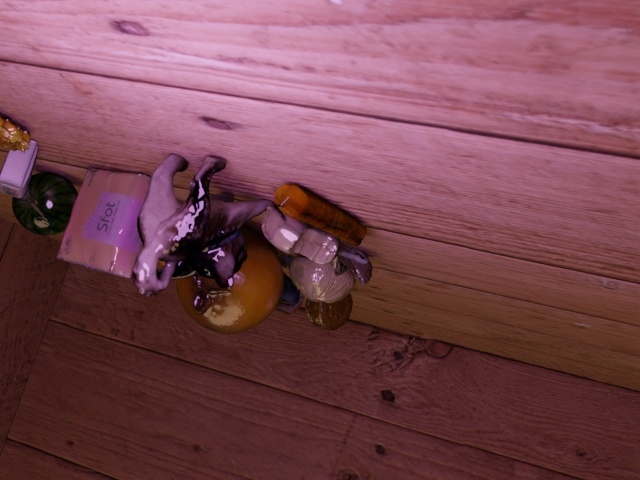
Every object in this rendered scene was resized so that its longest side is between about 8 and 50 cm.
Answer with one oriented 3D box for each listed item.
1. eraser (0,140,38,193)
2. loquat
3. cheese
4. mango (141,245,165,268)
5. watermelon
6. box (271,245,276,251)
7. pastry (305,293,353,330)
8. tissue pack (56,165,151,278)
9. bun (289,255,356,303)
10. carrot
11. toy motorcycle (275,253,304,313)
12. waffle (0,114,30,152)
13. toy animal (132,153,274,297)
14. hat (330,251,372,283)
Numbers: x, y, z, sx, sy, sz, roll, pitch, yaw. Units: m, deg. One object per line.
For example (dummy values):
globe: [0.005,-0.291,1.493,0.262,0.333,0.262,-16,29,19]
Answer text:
eraser: [-0.768,-0.184,1.667,0.067,0.125,0.210,21,167,-22]
loquat: [-0.256,0.100,1.933,0.328,0.329,0.359,11,-157,24]
cheese: [0.000,0.000,1.498,0.286,0.082,0.163,22,-160,-31]
mango: [-0.473,-0.020,1.809,0.262,0.157,0.109,41,175,-7]
watermelon: [-0.806,-0.107,1.919,0.187,0.188,0.214,15,-177,5]
box: [-0.296,0.069,2.165,0.311,0.173,0.043,13,-152,15]
pastry: [0.034,0.251,2.519,0.103,0.189,0.188,14,171,47]
tissue pack: [-0.530,-0.047,1.665,0.214,0.257,0.123,10,170,30]
bun: [0.001,0.134,2.114,0.220,0.134,0.220,15,168,3]
carrot: [0.005,-0.050,1.396,0.070,0.070,0.260,5,166,42]
toy motorcycle: [-0.173,0.118,2.298,0.319,0.241,0.182,47,-167,-46]
waffle: [-0.777,-0.266,1.452,0.243,0.059,0.238,12,167,25]
toy animal: [-0.263,0.000,1.416,0.194,0.303,0.344,14,168,27]
hat: [0.075,0.041,1.775,0.147,0.085,0.175,19,153,53]
